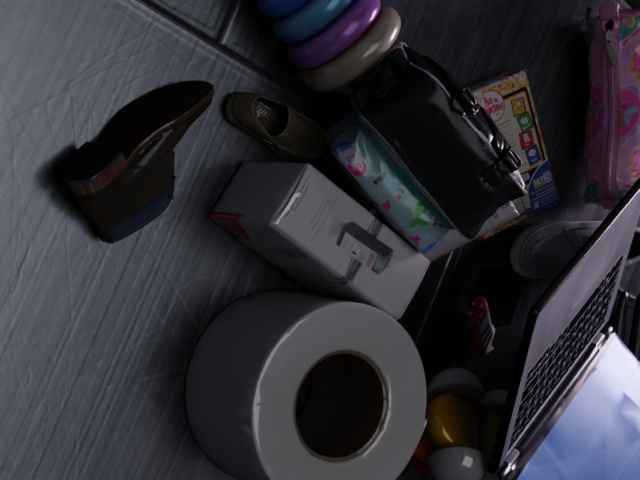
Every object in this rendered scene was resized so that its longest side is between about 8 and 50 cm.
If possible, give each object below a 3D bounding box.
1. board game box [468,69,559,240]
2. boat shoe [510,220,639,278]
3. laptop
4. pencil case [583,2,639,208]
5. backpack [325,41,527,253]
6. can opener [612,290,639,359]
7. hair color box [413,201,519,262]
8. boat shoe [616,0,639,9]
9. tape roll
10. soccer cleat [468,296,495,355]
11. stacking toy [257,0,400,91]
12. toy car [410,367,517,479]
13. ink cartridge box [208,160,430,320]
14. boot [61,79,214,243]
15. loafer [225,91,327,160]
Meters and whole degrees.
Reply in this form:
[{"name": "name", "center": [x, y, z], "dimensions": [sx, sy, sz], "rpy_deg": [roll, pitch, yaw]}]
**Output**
[{"name": "board game box", "center": [0.236, -0.116, 1.859], "dimensions": [0.146, 0.045, 0.194], "rpy_deg": [-24, 106, -29]}, {"name": "boat shoe", "center": [0.371, 0.008, 1.932], "dimensions": [0.227, 0.081, 0.079], "rpy_deg": [-8, 98, -32]}, {"name": "laptop", "center": [0.406, 0.199, 1.772], "dimensions": [0.382, 0.236, 0.408], "rpy_deg": [-42, 148, -47]}, {"name": "pencil case", "center": [0.426, -0.186, 1.928], "dimensions": [0.124, 0.124, 0.284], "rpy_deg": [-3, 96, -32]}, {"name": "backpack", "center": [0.122, -0.120, 1.669], "dimensions": [0.191, 0.253, 0.225], "rpy_deg": [-38, 109, 13]}, {"name": "can opener", "center": [0.446, 0.166, 2.015], "dimensions": [0.059, 0.073, 0.186], "rpy_deg": [2, 89, 6]}, {"name": "hair color box", "center": [0.179, -0.034, 1.795], "dimensions": [0.141, 0.043, 0.072], "rpy_deg": [-27, 106, 0]}, {"name": "boat shoe", "center": [0.536, -0.335, 1.973], "dimensions": [0.305, 0.091, 0.109], "rpy_deg": [35, 75, -12]}, {"name": "tape roll", "center": [-0.018, 0.186, 1.646], "dimensions": [0.246, 0.169, 0.246], "rpy_deg": [-3, 95, -33]}, {"name": "soccer cleat", "center": [0.223, 0.116, 1.879], "dimensions": [0.035, 0.029, 0.083], "rpy_deg": [-11, 102, -40]}, {"name": "stacking toy", "center": [-0.051, -0.338, 1.616], "dimensions": [0.141, 0.141, 0.330], "rpy_deg": [-48, 112, -20]}, {"name": "toy car", "center": [0.187, 0.270, 1.806], "dimensions": [0.182, 0.136, 0.159], "rpy_deg": [27, 47, -28]}, {"name": "ink cartridge box", "center": [0.000, 0.000, 1.650], "dimensions": [0.218, 0.158, 0.092], "rpy_deg": [39, 73, -29]}, {"name": "boot", "center": [-0.198, -0.093, 1.584], "dimensions": [0.219, 0.082, 0.106], "rpy_deg": [-40, 135, -28]}, {"name": "loafer", "center": [-0.047, -0.136, 1.675], "dimensions": [0.148, 0.050, 0.056], "rpy_deg": [21, 82, -32]}]
